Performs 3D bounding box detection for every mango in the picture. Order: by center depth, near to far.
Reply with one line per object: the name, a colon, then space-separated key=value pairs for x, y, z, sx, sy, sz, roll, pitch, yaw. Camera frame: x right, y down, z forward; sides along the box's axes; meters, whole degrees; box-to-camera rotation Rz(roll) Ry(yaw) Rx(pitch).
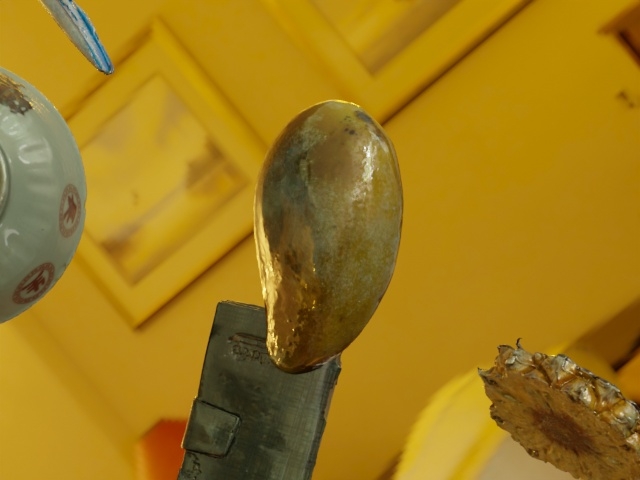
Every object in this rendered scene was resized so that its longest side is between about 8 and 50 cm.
mango: x=0.000 y=0.000 z=1.854 sx=0.146 sy=0.316 sz=0.192 roll=7 pitch=7 yaw=-41

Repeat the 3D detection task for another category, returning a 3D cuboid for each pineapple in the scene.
pineapple: x=0.247 y=0.178 z=1.605 sx=0.047 sy=0.221 sz=0.221 roll=-53 pitch=6 yaw=-21

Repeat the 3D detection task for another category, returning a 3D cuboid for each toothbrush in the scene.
toothbrush: x=-0.332 y=-0.324 z=1.694 sx=0.042 sy=0.413 sz=0.035 roll=-44 pitch=-16 yaw=20

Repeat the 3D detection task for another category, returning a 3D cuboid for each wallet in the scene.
wallet: x=-0.082 y=0.240 z=1.978 sx=0.044 sy=0.169 sz=0.317 roll=18 pitch=-94 yaw=-75

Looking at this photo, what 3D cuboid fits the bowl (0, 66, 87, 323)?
bowl: x=-0.431 y=-0.061 z=1.890 sx=0.337 sy=0.337 sz=0.157 roll=-40 pitch=4 yaw=-12
